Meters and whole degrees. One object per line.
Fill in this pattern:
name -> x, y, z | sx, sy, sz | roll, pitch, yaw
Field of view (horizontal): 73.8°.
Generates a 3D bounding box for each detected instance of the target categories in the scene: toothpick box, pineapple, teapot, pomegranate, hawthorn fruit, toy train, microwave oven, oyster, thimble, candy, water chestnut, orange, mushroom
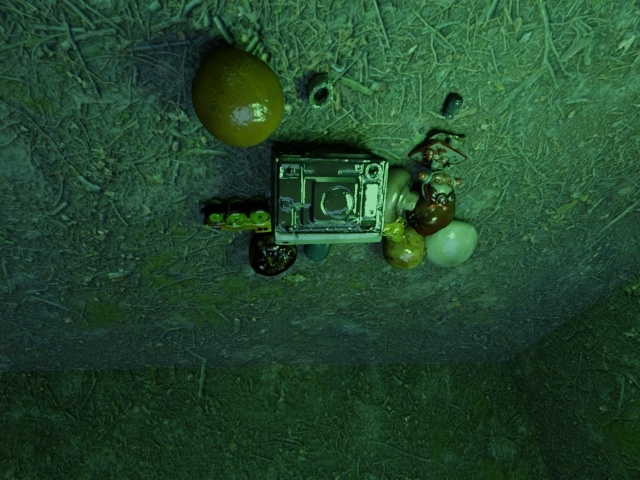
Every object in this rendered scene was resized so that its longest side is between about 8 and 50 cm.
toothpick box -> 0.000, 0.000, 1.952 | 0.120, 0.121, 0.184 | 5, 139, -17
pineapple -> 0.285, -0.102, 1.883 | 0.140, 0.249, 0.164 | -63, 158, 13
teapot -> 0.460, -0.467, 1.481 | 0.049, 0.064, 0.083 | 27, 144, 6
pomegranate -> 0.398, 0.032, 2.000 | 0.215, 0.216, 0.215 | -5, 143, -4
hawthorn fruit -> 0.480, -0.139, 1.809 | 0.248, 0.208, 0.208 | -25, 151, -27
toy train -> -0.341, -0.099, 1.770 | 0.295, 0.101, 0.161 | -3, 145, -7
microwave oven -> 0.022, -0.160, 1.537 | 0.393, 0.247, 0.334 | -1, 110, -10
oyster -> 0.475, -0.368, 1.604 | 0.165, 0.053, 0.108 | 10, 147, -23
oyster -> -0.136, 0.215, 2.289 | 0.145, 0.045, 0.122 | -1, 157, -9
thimble -> 0.001, -0.476, 1.361 | 0.084, 0.062, 0.110 | 13, 139, -30
candy -> 0.619, 0.021, 2.044 | 0.295, 0.185, 0.296 | -1, 144, 0
water chestnut -> -0.217, 0.061, 1.907 | 0.223, 0.238, 0.224 | -3, 129, -4
orange -> -0.238, -0.410, 1.239 | 0.273, 0.275, 0.274 | -5, 143, -4
mushroom -> 0.298, -0.173, 1.691 | 0.178, 0.226, 0.227 | 32, 147, 19

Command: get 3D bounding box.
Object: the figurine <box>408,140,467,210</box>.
figurine -> 0.442, -0.219, 1.617 | 0.183, 0.226, 0.160 | 18, 158, -32
